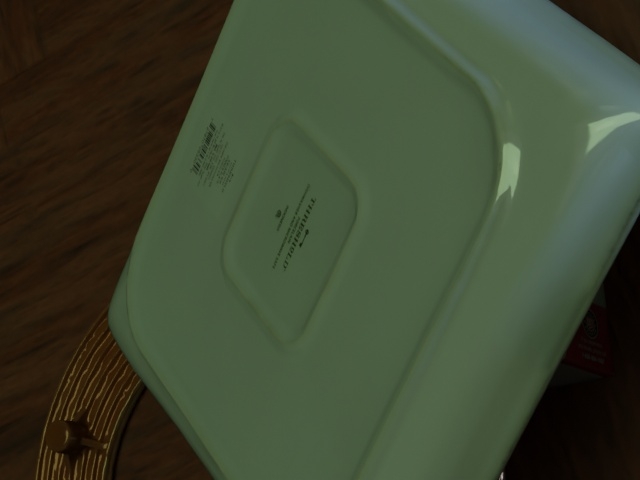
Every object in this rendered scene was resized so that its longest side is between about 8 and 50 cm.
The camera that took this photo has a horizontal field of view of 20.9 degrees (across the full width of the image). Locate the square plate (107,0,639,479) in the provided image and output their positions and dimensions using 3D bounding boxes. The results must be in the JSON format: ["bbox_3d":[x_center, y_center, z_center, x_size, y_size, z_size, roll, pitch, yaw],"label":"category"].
[{"bbox_3d":[0.000,0.000,0.913,0.344,0.049,0.347,48,121,46],"label":"square plate"}]

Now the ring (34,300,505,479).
[{"bbox_3d":[-0.047,0.150,1.051,0.337,0.032,0.336,-7,75,30],"label":"ring"}]

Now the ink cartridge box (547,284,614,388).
[{"bbox_3d":[0.095,-0.013,0.948,0.072,0.127,0.175,-14,70,31],"label":"ink cartridge box"}]
